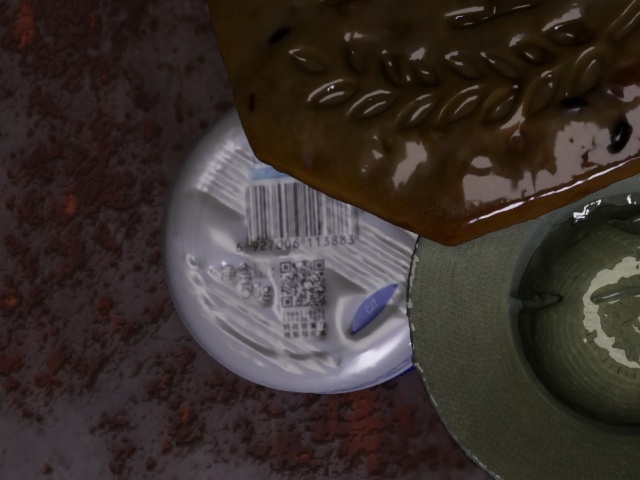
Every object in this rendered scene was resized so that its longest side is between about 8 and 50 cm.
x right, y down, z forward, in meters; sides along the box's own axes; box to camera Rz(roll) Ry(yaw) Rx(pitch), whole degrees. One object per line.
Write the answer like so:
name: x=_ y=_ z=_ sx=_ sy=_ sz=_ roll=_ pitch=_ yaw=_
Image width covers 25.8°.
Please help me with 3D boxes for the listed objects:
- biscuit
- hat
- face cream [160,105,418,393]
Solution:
biscuit: x=0.089 y=-0.173 z=0.850 sx=0.359 sy=0.046 sz=0.359 roll=-6 pitch=73 yaw=19
hat: x=0.190 y=0.043 z=0.857 sx=0.257 sy=0.130 sz=0.257 roll=-3 pitch=80 yaw=17
face cream: x=0.000 y=0.000 z=0.934 sx=0.206 sy=0.111 sz=0.205 roll=-1 pitch=88 yaw=16
